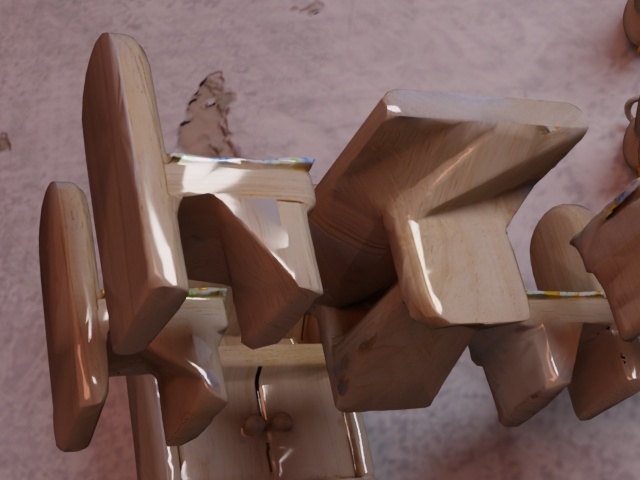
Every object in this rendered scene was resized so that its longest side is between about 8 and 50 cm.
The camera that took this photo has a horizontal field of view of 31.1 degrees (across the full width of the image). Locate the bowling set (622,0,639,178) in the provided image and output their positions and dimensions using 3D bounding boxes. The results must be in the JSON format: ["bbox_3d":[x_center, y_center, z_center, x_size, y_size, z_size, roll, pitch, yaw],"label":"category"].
[{"bbox_3d":[0.314,-0.087,0.818,0.200,0.154,0.287,11,69,5],"label":"bowling set"}]

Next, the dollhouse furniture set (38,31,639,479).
[{"bbox_3d":[0.000,0.000,0.732,0.362,0.394,0.256,1,61,-26],"label":"dollhouse furniture set"}]
